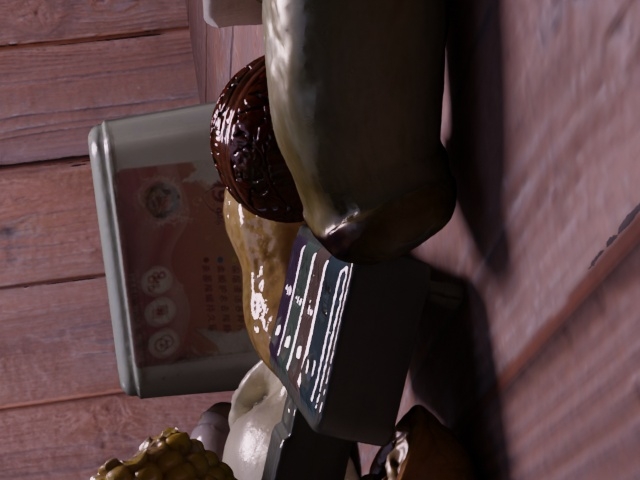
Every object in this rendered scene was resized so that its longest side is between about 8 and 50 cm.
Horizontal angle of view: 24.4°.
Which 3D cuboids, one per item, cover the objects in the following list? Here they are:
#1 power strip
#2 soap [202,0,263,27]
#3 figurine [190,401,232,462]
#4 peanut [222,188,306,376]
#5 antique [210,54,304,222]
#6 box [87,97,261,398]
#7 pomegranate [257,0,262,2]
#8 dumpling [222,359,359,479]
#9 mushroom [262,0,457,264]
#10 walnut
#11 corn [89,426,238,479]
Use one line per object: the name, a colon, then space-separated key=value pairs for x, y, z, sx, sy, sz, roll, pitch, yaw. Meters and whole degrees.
power strip: x=0.009 y=0.071 z=0.762 sx=0.216 sy=0.061 sz=0.145 roll=-146 pitch=70 yaw=-82
soap: x=-0.069 y=-0.267 z=1.210 sx=0.183 sy=0.064 sz=0.121 roll=104 pitch=160 yaw=-70
figurine: x=-0.060 y=0.275 z=1.386 sx=0.365 sy=0.206 sz=0.218 roll=-66 pitch=-45 yaw=-63
peanut: x=-0.019 y=0.020 z=1.045 sx=0.089 sy=0.089 sz=0.192 roll=100 pitch=157 yaw=-68
antique: x=-0.016 y=-0.059 z=0.840 sx=0.104 sy=0.104 sz=0.104 roll=173 pitch=90 yaw=-83
box: x=-0.123 y=0.008 z=1.454 sx=0.175 sy=0.182 sz=0.311 roll=-141 pitch=43 yaw=-80
pomegranate: x=-0.048 y=-0.227 z=0.820 sx=0.152 sy=0.131 sz=0.191 roll=102 pitch=152 yaw=-62
dumpling: x=-0.031 y=0.155 z=1.196 sx=0.169 sy=0.100 sz=0.134 roll=-129 pitch=36 yaw=-76
mushroom: x=0.012 y=-0.143 z=0.607 sx=0.100 sy=0.081 sz=0.312 roll=-133 pitch=37 yaw=-68
walnut: x=0.045 y=0.128 z=0.692 sx=0.091 sy=0.052 sz=0.121 roll=-63 pitch=1 yaw=-8
corn: x=-0.013 y=0.237 z=0.770 sx=0.310 sy=0.101 sz=0.101 roll=53 pitch=167 yaw=9
